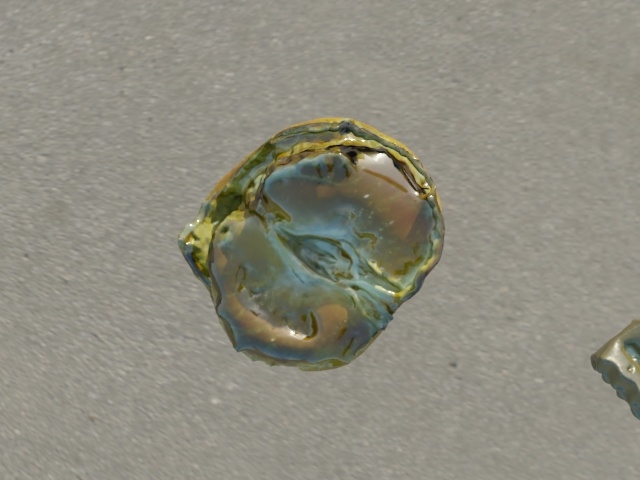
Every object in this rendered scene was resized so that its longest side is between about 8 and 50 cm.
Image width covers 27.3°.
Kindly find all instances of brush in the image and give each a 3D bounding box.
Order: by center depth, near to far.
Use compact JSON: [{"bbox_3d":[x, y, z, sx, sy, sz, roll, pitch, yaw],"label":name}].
[{"bbox_3d":[0.432,0.221,1.508,0.084,0.071,0.301,-42,98,-4],"label":"brush"}]

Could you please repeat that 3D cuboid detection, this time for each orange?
[{"bbox_3d":[0.000,0.000,0.846,0.170,0.112,0.160,2,100,15],"label":"orange"}]
